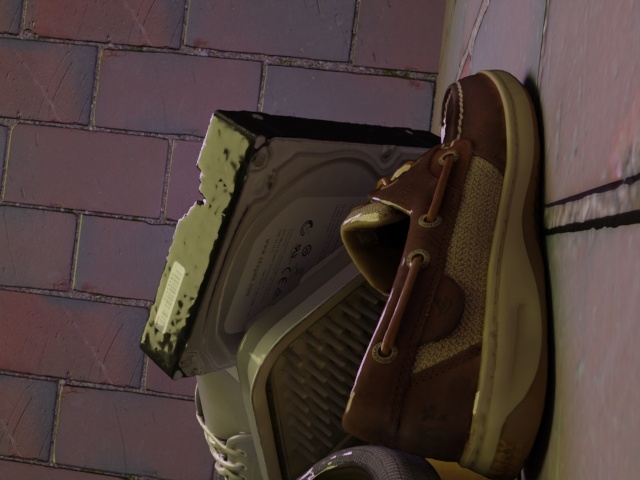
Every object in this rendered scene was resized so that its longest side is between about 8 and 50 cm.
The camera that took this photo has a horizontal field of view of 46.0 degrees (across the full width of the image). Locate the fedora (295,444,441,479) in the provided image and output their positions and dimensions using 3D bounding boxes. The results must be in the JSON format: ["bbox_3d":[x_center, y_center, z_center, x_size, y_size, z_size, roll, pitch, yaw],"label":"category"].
[{"bbox_3d":[0.010,0.242,0.385,0.244,0.124,0.275,-46,9,24],"label":"fedora"}]

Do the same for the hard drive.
[{"bbox_3d":[0.000,0.000,0.748,0.339,0.064,0.237,-5,-57,-52],"label":"hard drive"}]

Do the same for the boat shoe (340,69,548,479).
[{"bbox_3d":[0.075,-0.008,0.505,0.123,0.123,0.342,91,-172,-47],"label":"boat shoe"}]

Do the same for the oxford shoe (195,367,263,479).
[{"bbox_3d":[-0.084,0.244,0.948,0.169,0.130,0.449,42,164,47],"label":"oxford shoe"}]

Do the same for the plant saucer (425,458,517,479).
[{"bbox_3d":[0.092,0.167,0.643,0.333,0.080,0.333,-76,-9,-49],"label":"plant saucer"}]

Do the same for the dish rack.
[{"bbox_3d":[0.031,0.123,0.775,0.285,0.072,0.333,-36,-36,-27],"label":"dish rack"}]
